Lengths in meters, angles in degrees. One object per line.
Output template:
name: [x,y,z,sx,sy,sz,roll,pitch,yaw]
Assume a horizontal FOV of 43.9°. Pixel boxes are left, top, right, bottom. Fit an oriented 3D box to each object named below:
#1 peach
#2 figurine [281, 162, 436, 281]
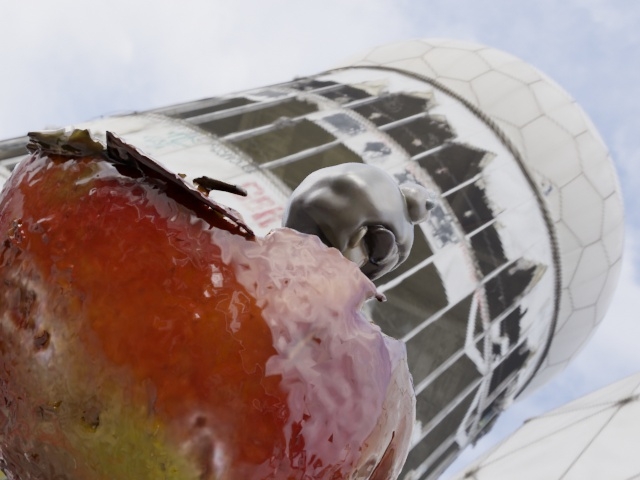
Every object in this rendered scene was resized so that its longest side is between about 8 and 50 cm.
peach: [-0.129,0.087,0.697,0.339,0.353,0.416,85,-20,-70]
figurine: [-0.001,0.001,1.245,0.248,0.381,0.203,-22,-84,47]
